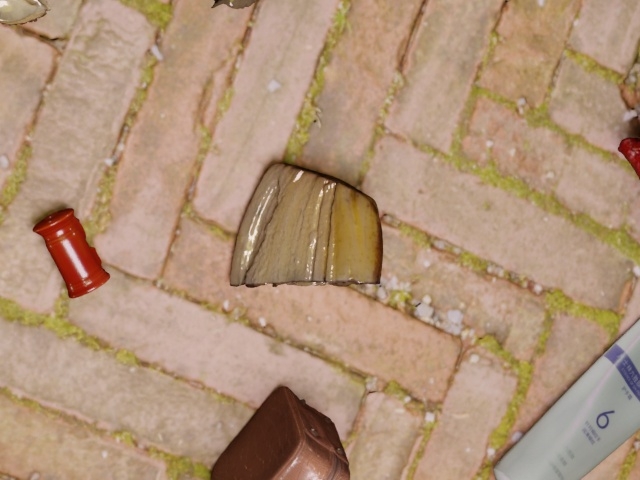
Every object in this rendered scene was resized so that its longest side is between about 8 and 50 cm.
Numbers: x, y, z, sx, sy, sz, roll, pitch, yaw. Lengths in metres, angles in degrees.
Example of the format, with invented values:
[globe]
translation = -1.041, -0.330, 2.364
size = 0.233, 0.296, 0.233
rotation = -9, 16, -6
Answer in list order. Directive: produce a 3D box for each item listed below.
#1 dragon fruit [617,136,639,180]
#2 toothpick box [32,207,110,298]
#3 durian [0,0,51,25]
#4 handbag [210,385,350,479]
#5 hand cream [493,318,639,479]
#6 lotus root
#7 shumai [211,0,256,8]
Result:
[dragon fruit]
translation = 0.476, -0.036, 1.458
size = 0.329, 0.228, 0.286
rotation = 38, 56, 2
[toothpick box]
translation = -0.247, 0.011, 1.304
size = 0.047, 0.047, 0.083
rotation = -28, 104, -8
[durian]
translation = -0.310, -0.262, 1.228
size = 0.140, 0.071, 0.110
rotation = 9, 104, -31
[handbag]
translation = -0.046, 0.238, 1.318
size = 0.072, 0.193, 0.151
rotation = 39, 93, -15
[hand cream]
translation = 0.322, 0.182, 1.482
size = 0.321, 0.067, 0.109
rotation = -41, 105, -12
[lotus root]
translation = 0.000, -0.003, 1.347
size = 0.159, 0.095, 0.135
rotation = 12, 92, 25
[shumai]
translation = -0.097, -0.312, 1.246
size = 0.206, 0.166, 0.175
rotation = -15, 125, -10
